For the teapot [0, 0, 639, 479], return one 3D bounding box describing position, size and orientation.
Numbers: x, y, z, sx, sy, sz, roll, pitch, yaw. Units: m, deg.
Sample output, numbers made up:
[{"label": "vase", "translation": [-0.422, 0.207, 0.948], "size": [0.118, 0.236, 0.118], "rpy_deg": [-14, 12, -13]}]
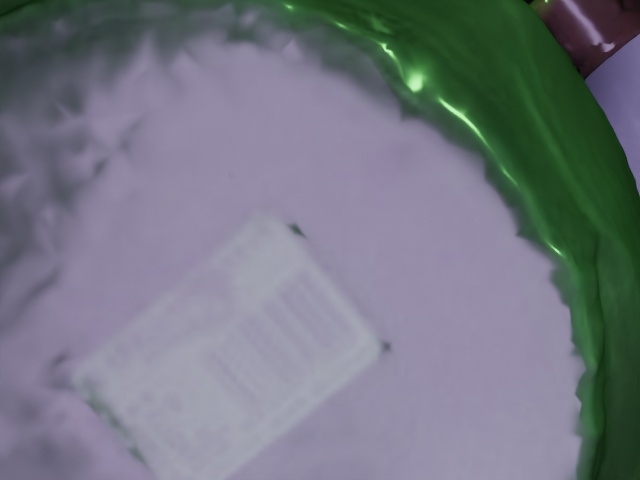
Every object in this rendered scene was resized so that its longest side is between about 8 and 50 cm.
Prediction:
[{"label": "teapot", "translation": [0.000, 0.000, 0.579], "size": [0.376, 0.362, 0.305], "rpy_deg": [-40, 94, 8]}]
